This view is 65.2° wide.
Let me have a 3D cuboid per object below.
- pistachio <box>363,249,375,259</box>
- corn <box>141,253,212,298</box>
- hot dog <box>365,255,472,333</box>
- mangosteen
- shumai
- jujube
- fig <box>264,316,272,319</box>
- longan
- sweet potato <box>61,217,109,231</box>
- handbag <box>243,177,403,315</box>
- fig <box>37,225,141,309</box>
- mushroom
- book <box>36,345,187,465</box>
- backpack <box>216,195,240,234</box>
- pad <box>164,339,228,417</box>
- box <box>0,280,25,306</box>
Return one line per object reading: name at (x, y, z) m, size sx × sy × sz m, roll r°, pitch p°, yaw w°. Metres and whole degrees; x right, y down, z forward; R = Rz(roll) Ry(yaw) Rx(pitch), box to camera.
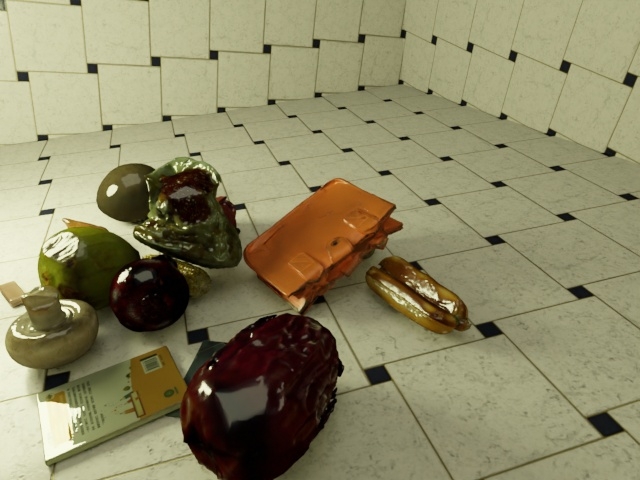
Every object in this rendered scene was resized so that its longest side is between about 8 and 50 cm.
pistachio at (0.128, -0.014, 1.586) m, size 0.125 × 0.124 × 0.184 m, roll -1°, pitch 37°, yaw 1°
corn at (-0.427, 0.099, 1.460) m, size 0.260 × 0.091 × 0.091 m, roll 16°, pitch 3°, yaw 29°
hot dog at (0.254, 0.152, 1.323) m, size 0.135 × 0.100 × 0.337 m, roll -28°, pitch 37°, yaw -23°
mangosteen at (-0.443, 0.137, 1.297) m, size 0.210 × 0.209 × 0.210 m, roll -1°, pitch 30°, yaw 1°
shumai at (-0.358, -0.083, 1.450) m, size 0.330 × 0.288 × 0.292 m, roll 18°, pitch -12°, yaw -3°
jujube at (-0.105, 0.294, 0.967) m, size 0.259 × 0.258 × 0.377 m, roll 11°, pitch 20°, yaw 21°
fig at (-0.148, 0.228, 1.272) m, size 0.083 × 0.050 × 0.050 m, roll -38°, pitch 42°, yaw -18°
longan at (-0.688, -0.171, 1.822) m, size 0.248 × 0.248 × 0.248 m, roll -1°, pitch 30°, yaw 1°
sweet potato at (-0.725, 0.005, 1.636) m, size 0.355 × 0.095 × 0.106 m, roll 27°, pitch -4°, yaw 37°
handbag at (0.000, 0.000, 1.458) m, size 0.410 × 0.116 × 0.303 m, roll -40°, pitch 41°, yaw -17°
fig at (-0.626, 0.072, 1.387) m, size 0.240 × 0.239 × 0.271 m, roll 17°, pitch 19°, yaw 30°
mushroom at (-0.646, 0.198, 1.194) m, size 0.204 × 0.204 × 0.204 m, roll -1°, pitch 30°, yaw 1°
book at (-0.454, 0.346, 1.100) m, size 0.296 × 0.020 × 0.208 m, roll -18°, pitch 33°, yaw -25°
backpack at (-0.389, -0.056, 1.670) m, size 0.229 × 0.138 × 0.229 m, roll -1°, pitch 28°, yaw 1°
pad at (-0.236, 0.318, 1.157) m, size 0.164 × 0.004 × 0.243 m, roll 3°, pitch 31°, yaw 8°
box at (-0.893, 0.154, 1.453) m, size 0.115 × 0.025 × 0.048 m, roll 25°, pitch 35°, yaw 38°
